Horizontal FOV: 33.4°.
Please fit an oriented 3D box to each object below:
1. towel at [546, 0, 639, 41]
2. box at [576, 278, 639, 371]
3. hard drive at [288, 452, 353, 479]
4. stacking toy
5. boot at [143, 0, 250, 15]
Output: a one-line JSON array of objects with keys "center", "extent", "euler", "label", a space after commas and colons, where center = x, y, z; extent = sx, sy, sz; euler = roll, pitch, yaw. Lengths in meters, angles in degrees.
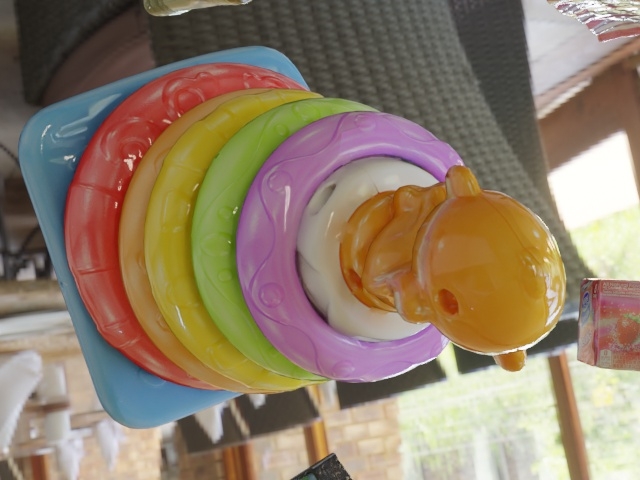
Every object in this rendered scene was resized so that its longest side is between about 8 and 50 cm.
[{"center": [0.326, -0.229, 1.082], "extent": [0.144, 0.029, 0.197], "euler": [7, -176, 30], "label": "towel"}, {"center": [0.571, 0.138, 1.688], "extent": [0.299, 0.142, 0.154], "euler": [3, 179, 3], "label": "box"}, {"center": [0.023, 0.479, 1.421], "extent": [0.237, 0.339, 0.064], "euler": [-41, 168, 36], "label": "hard drive"}, {"center": [0.000, 0.000, 0.437], "extent": [0.165, 0.175, 0.302], "euler": [-21, -169, -24], "label": "stacking toy"}, {"center": [-0.113, -0.354, 1.359], "extent": [0.165, 0.077, 0.213], "euler": [-2, -145, 40], "label": "boot"}]
